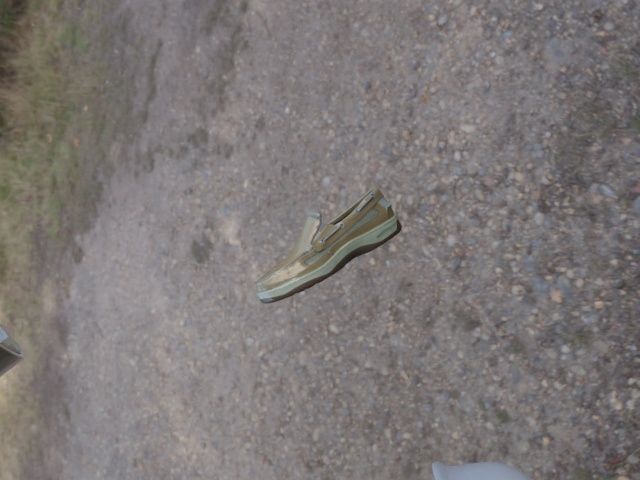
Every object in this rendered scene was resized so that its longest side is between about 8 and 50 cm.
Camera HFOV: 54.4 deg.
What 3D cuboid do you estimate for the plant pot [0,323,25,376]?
[{"bbox_3d":[-0.412,0.099,0.439,0.257,0.256,0.274,22,63,44],"label":"plant pot"}]

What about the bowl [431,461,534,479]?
[{"bbox_3d":[0.241,0.370,0.689,0.134,0.298,0.297,-23,67,4],"label":"bowl"}]

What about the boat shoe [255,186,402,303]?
[{"bbox_3d":[0.000,0.000,0.706,0.072,0.190,0.068,63,157,-11],"label":"boat shoe"}]
